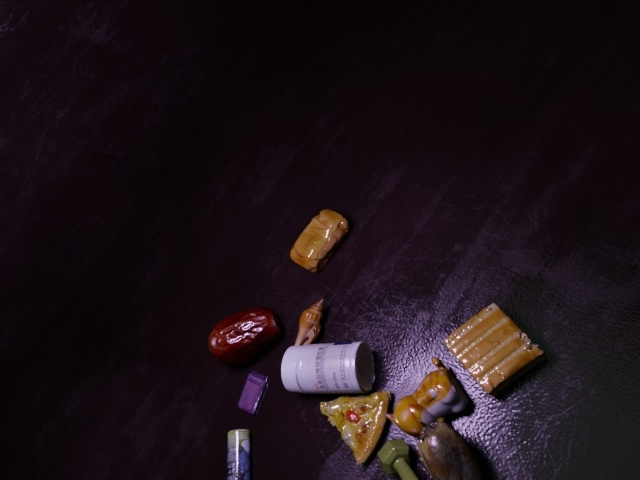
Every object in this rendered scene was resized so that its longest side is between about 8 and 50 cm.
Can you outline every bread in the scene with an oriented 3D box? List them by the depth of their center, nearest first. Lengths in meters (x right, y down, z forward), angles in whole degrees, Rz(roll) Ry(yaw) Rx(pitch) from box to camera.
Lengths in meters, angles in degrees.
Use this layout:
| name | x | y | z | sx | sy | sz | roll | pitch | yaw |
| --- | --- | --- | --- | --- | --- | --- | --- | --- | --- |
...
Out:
| name | x | y | z | sx | sy | sz | roll | pitch | yaw |
| --- | --- | --- | --- | --- | --- | --- | --- | --- | --- |
| bread | 0.595 | 0.368 | 1.628 | 0.246 | 0.111 | 0.239 | -40 | 54 | 3 |
| bread | 0.000 | 0.000 | 2.184 | 0.294 | 0.132 | 0.167 | -54 | 44 | -3 |

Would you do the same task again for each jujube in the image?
| name | x | y | z | sx | sy | sz | roll | pitch | yaw |
| --- | --- | --- | --- | --- | --- | --- | --- | --- | --- |
| jujube | -0.331 | 0.418 | 2.100 | 0.318 | 0.223 | 0.223 | -28 | 53 | 3 |

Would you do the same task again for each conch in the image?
| name | x | y | z | sx | sy | sz | roll | pitch | yaw |
| --- | --- | --- | --- | --- | --- | --- | --- | --- | --- |
| conch | -0.057 | 0.395 | 2.037 | 0.109 | 0.093 | 0.330 | 27 | 101 | 21 |

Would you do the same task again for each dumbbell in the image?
| name | x | y | z | sx | sy | sz | roll | pitch | yaw |
| --- | --- | --- | --- | --- | --- | --- | --- | --- | --- |
| dumbbell | 0.288 | 0.765 | 1.525 | 0.108 | 0.121 | 0.302 | -23 | 18 | -11 |

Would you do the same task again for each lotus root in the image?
| name | x | y | z | sx | sy | sz | roll | pitch | yaw |
| --- | --- | --- | --- | --- | --- | --- | --- | --- | --- |
| lotus root | 0.418 | 0.702 | 1.482 | 0.160 | 0.152 | 0.274 | -30 | 86 | -21 |

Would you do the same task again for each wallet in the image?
| name | x | y | z | sx | sy | sz | roll | pitch | yaw |
| --- | --- | --- | --- | --- | --- | --- | --- | --- | --- |
| wallet | -0.292 | 0.655 | 2.061 | 0.111 | 0.030 | 0.165 | 10 | 71 | 34 |

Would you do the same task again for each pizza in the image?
| name | x | y | z | sx | sy | sz | roll | pitch | yaw |
| --- | --- | --- | --- | --- | --- | --- | --- | --- | --- |
| pizza | 0.107 | 0.667 | 1.784 | 0.288 | 0.075 | 0.279 | 5 | 66 | 33 |

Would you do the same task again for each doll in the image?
| name | x | y | z | sx | sy | sz | roll | pitch | yaw |
| --- | --- | --- | --- | --- | --- | --- | --- | --- | --- |
| doll | 0.370 | 0.558 | 1.629 | 0.269 | 0.166 | 0.162 | -45 | 25 | -2 |

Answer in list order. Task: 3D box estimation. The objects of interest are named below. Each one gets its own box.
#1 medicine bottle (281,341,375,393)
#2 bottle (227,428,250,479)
| name | x | y | z | sx | sy | sz | roll | pitch | yaw |
| --- | --- | --- | --- | --- | --- | --- | --- | --- | --- |
| medicine bottle | 0.025 | 0.496 | 1.853 | 0.332 | 0.190 | 0.189 | -10 | 60 | 27 |
| bottle | -0.323 | 0.929 | 1.889 | 0.093 | 0.093 | 0.329 | -20 | 56 | 21 |
